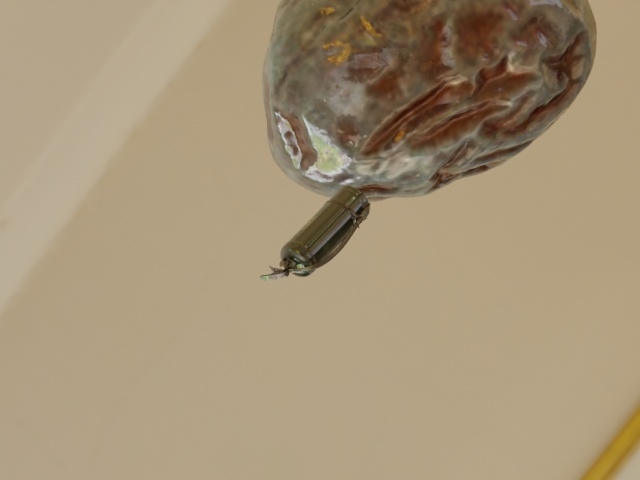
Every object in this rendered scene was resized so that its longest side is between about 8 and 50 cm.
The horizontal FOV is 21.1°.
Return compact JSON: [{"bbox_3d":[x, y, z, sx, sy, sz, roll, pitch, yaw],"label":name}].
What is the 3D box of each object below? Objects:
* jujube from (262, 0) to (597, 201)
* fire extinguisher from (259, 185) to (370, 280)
[{"bbox_3d":[0.087,-0.156,1.538,0.308,0.215,0.246,-31,-29,-2],"label":"jujube"},{"bbox_3d":[0.000,0.000,1.054,0.083,0.038,0.025,-45,-55,-34],"label":"fire extinguisher"}]
